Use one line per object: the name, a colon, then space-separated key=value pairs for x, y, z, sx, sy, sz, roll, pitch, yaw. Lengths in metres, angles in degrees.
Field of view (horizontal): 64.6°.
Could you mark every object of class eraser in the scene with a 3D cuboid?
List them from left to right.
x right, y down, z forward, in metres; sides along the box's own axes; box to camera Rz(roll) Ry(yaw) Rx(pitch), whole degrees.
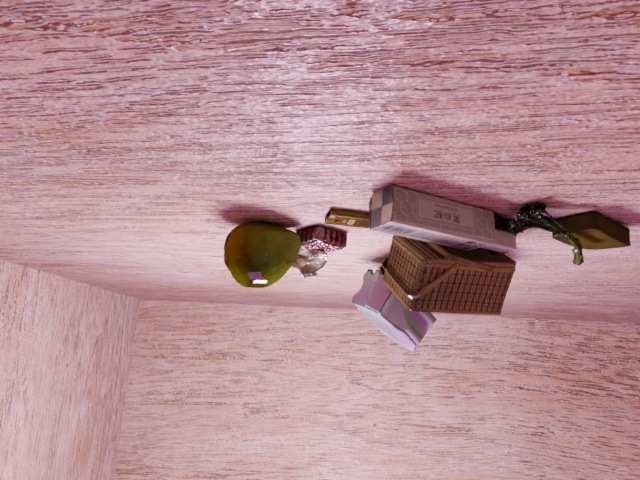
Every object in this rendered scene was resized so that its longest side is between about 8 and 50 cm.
eraser: x=0.314 y=-0.044 z=1.264 sx=0.403 sy=0.097 sz=0.098 roll=10 pitch=163 yaw=-27

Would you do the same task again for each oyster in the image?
oyster: x=-0.125 y=0.035 z=1.750 sx=0.344 sy=0.079 sz=0.129 roll=16 pitch=129 yaw=-29

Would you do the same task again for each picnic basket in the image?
picnic basket: x=0.355 y=0.082 z=1.435 sx=0.312 sy=0.176 sz=0.228 roll=4 pitch=-161 yaw=-18

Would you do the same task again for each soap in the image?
soap: x=0.288 y=0.277 z=1.970 sx=0.261 sy=0.156 sz=0.446 roll=27 pitch=166 yaw=40

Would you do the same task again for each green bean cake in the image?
green bean cake: x=0.000 y=0.000 z=1.604 sx=0.135 sy=0.057 sz=0.135 roll=16 pitch=162 yaw=-36

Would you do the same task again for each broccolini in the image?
broccolini: x=0.575 y=0.000 z=1.287 sx=0.271 sy=0.062 sz=0.123 roll=36 pitch=154 yaw=-28

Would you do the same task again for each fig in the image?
fig: x=-0.177 y=0.047 z=1.534 sx=0.229 sy=0.208 sz=0.207 roll=10 pitch=165 yaw=-20

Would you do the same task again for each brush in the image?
brush: x=0.714 y=-0.021 z=1.331 sx=0.197 sy=0.059 sz=0.123 roll=14 pitch=166 yaw=-34

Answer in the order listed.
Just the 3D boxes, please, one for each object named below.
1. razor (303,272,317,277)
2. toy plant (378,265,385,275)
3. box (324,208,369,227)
razor: x=-0.088 y=0.120 z=2.152 sx=0.068 sy=0.037 sz=0.191 roll=-11 pitch=158 yaw=30
toy plant: x=0.334 y=0.164 z=2.061 sx=0.232 sy=0.113 sz=0.243 roll=18 pitch=167 yaw=15
box: x=0.083 y=-0.060 z=1.408 sx=0.133 sy=0.023 sz=0.090 roll=6 pitch=165 yaw=-8
